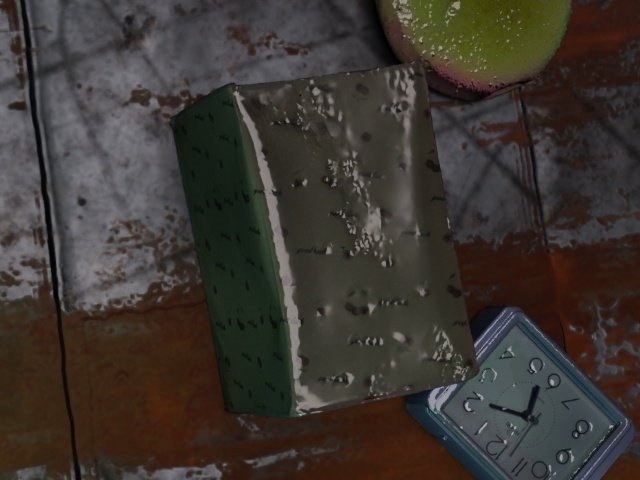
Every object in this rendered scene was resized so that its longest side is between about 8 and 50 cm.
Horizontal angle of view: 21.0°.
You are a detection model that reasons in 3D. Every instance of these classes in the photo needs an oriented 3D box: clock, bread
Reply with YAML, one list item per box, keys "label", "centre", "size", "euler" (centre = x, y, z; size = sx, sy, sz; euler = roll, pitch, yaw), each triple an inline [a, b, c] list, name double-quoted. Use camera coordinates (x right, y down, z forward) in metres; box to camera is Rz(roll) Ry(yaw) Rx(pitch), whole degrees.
- label: "clock"
  centre: [0.198, 0.176, 1.717]
  size: [0.193, 0.073, 0.144]
  euler: [44, 75, -8]
- label: "bread"
  centre: [0.160, -0.253, 1.741]
  size: [0.228, 0.033, 0.228]
  euler: [-3, 97, -23]

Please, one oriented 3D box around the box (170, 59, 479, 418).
- label: "box"
  centre: [0.000, 0.000, 1.598]
  size: [0.190, 0.225, 0.297]
  euler: [-11, 89, -18]
